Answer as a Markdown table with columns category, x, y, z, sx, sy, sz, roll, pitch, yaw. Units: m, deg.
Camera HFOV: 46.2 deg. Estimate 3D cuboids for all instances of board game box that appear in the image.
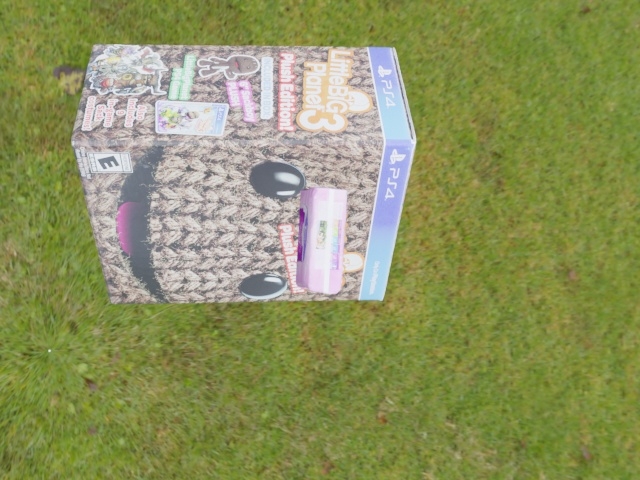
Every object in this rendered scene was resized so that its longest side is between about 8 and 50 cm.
| category | x | y | z | sx | sy | sz | roll | pitch | yaw |
| --- | --- | --- | --- | --- | --- | --- | --- | --- | --- |
| board game box | -0.073 | -0.059 | 0.751 | 0.291 | 0.232 | 0.141 | -1 | 49 | -5 |

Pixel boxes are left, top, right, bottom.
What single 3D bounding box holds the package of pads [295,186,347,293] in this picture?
| category | x | y | z | sx | sy | sz | roll | pitch | yaw |
| --- | --- | --- | --- | --- | --- | --- | --- | --- | --- |
| package of pads | 0.000 | 0.000 | 0.597 | 0.032 | 0.050 | 0.083 | 3 | 89 | -16 |
